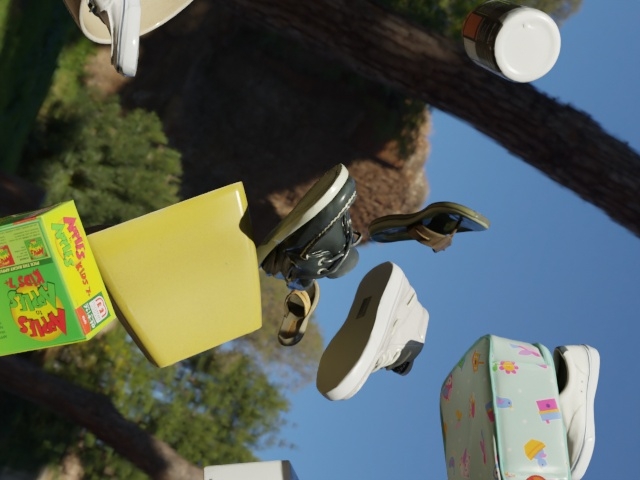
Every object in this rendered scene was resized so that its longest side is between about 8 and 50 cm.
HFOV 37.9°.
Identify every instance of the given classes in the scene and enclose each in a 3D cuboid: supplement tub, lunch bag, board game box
[{"bbox_3d":[0.303,-0.330,1.525,0.117,0.117,0.190,-61,-161,14],"label":"supplement tub"},{"bbox_3d":[0.242,0.280,1.262,0.224,0.107,0.279,109,-15,-53],"label":"lunch bag"},{"bbox_3d":[-0.248,0.037,0.676,0.181,0.092,0.043,-12,-165,20],"label":"board game box"}]

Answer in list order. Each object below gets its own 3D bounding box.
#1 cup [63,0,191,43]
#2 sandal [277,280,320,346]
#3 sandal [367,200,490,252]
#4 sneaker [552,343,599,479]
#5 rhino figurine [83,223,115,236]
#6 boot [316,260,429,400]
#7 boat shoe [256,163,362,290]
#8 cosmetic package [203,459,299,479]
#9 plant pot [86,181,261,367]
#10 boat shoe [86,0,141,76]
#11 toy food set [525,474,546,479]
[{"bbox_3d":[-0.335,-0.529,1.553,0.331,0.237,0.331,-40,171,-7],"label":"cup"},{"bbox_3d":[-0.050,0.136,1.928,0.072,0.049,0.180,-6,-135,29],"label":"sandal"},{"bbox_3d":[0.228,-0.012,1.959,0.302,0.120,0.086,-13,-120,44],"label":"sandal"},{"bbox_3d":[0.463,0.324,1.773,0.094,0.091,0.258,159,-62,-74],"label":"sneaker"},{"bbox_3d":[-0.332,0.029,1.492,0.073,0.243,0.106,-108,-143,-68],"label":"rhino figurine"},{"bbox_3d":[0.089,0.153,1.318,0.095,0.123,0.258,-21,-153,41],"label":"boot"},{"bbox_3d":[-0.003,0.003,1.241,0.127,0.113,0.340,-50,-176,-27],"label":"boat shoe"},{"bbox_3d":[-0.093,0.475,1.432,0.225,0.138,0.224,82,4,-65],"label":"cosmetic package"},{"bbox_3d":[-0.187,0.056,1.242,0.212,0.212,0.187,163,-93,-74],"label":"plant pot"},{"bbox_3d":[-0.278,-0.324,1.245,0.083,0.075,0.226,122,-33,-68],"label":"boat shoe"},{"bbox_3d":[0.210,0.265,0.893,0.083,0.083,0.020,-56,145,-34],"label":"toy food set"}]
